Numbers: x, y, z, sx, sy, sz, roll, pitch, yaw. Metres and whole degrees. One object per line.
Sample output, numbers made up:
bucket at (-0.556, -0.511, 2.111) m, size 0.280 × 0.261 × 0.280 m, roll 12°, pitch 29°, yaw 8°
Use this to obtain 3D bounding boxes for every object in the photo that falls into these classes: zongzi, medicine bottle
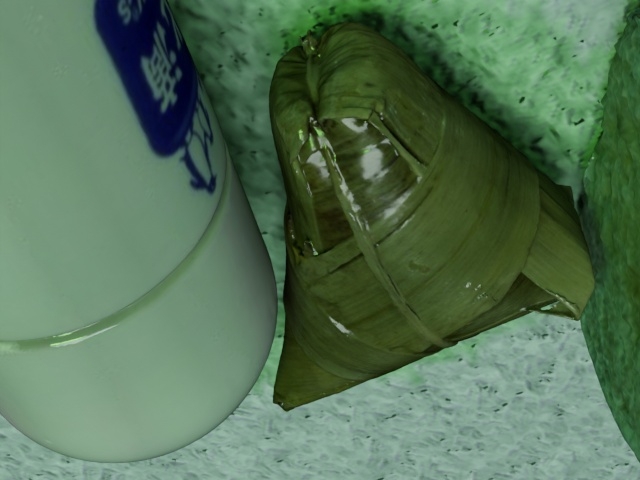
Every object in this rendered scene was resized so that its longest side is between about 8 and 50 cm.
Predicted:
zongzi at (0.000, 0.000, 0.614) m, size 0.176 × 0.078 × 0.160 m, roll -27°, pitch 130°, yaw 30°
medicine bottle at (-0.106, -0.045, 0.506) m, size 0.130 × 0.130 × 0.341 m, roll -11°, pitch 139°, yaw 8°

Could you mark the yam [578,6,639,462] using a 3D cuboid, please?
yam at (0.252, 0.007, 0.559) m, size 0.271 × 0.201 × 0.202 m, roll -10°, pitch 141°, yaw -3°
